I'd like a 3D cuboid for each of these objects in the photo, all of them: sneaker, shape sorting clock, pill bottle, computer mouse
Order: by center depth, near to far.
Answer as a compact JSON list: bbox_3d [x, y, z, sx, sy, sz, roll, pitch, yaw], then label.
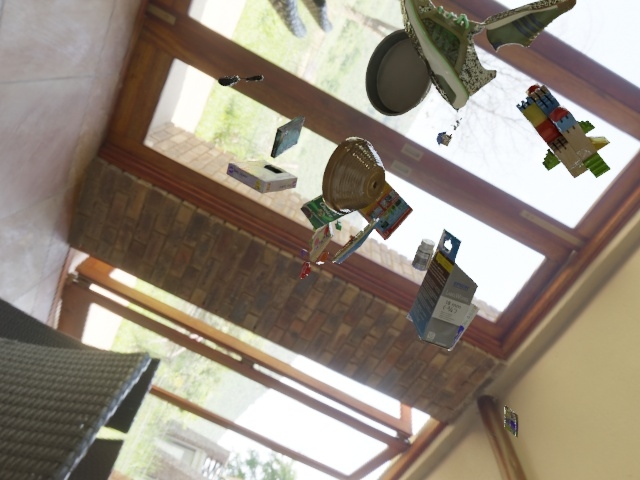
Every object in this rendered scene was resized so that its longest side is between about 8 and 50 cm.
[{"bbox_3d":[0.483,-0.494,1.003,0.192,0.086,0.064,-2,-138,36],"label":"sneaker"},{"bbox_3d":[0.356,-0.577,1.217,0.182,0.410,0.158,-29,-163,14],"label":"sneaker"},{"bbox_3d":[0.112,-0.002,1.416,0.206,0.040,0.206,-47,-178,2],"label":"shape sorting clock"},{"bbox_3d":[0.467,0.064,1.966,0.078,0.078,0.137,-77,-178,-65],"label":"pill bottle"},{"bbox_3d":[-0.375,-0.746,2.041,0.071,0.242,0.041,-51,141,-50],"label":"computer mouse"}]

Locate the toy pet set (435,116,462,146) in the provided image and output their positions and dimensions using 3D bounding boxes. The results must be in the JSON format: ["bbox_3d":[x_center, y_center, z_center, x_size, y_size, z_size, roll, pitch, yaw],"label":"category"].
[{"bbox_3d":[0.549,-0.471,1.894,0.122,0.065,0.114,-55,166,-25],"label":"toy pet set"}]

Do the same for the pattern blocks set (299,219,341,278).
[{"bbox_3d":[0.000,0.000,1.967,0.325,0.026,0.285,-45,-148,40],"label":"pattern blocks set"}]

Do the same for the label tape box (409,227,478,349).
[{"bbox_3d":[0.411,0.148,1.419,0.240,0.106,0.333,-79,-172,-78],"label":"label tape box"}]

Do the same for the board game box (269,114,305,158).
[{"bbox_3d":[-0.128,-0.408,1.709,0.186,0.026,0.126,-48,164,-49],"label":"board game box"}]

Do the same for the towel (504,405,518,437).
[{"bbox_3d":[0.603,0.572,1.379,0.060,0.010,0.083,-151,-124,-71],"label":"towel"}]

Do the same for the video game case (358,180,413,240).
[{"bbox_3d":[0.220,-0.163,1.732,0.204,0.285,0.025,-44,-178,-30],"label":"video game case"}]

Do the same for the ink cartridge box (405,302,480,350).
[{"bbox_3d":[0.468,0.280,1.676,0.206,0.208,0.045,-50,164,-14],"label":"ink cartridge box"}]

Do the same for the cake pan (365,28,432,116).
[{"bbox_3d":[0.285,-0.586,1.541,0.054,0.293,0.293,-6,139,-43],"label":"cake pan"}]

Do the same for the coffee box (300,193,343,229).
[{"bbox_3d":[0.018,-0.122,1.677,0.184,0.113,0.040,-23,-160,42],"label":"coffee box"}]

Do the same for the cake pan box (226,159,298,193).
[{"bbox_3d":[-0.276,-0.314,2.118,0.267,0.246,0.070,-18,133,-52],"label":"cake pan box"}]

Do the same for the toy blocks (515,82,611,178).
[{"bbox_3d":[0.752,-0.383,1.420,0.191,0.261,0.381,-38,-147,28],"label":"toy blocks"}]

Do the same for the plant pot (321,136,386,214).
[{"bbox_3d":[0.120,-0.180,1.304,0.237,0.110,0.237,-31,133,-40],"label":"plant pot"}]
